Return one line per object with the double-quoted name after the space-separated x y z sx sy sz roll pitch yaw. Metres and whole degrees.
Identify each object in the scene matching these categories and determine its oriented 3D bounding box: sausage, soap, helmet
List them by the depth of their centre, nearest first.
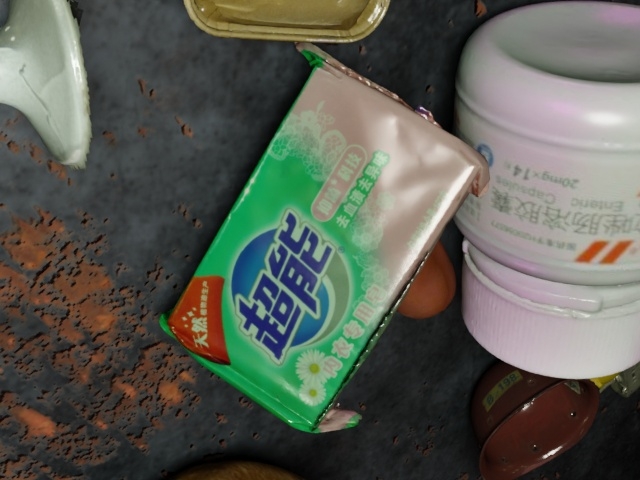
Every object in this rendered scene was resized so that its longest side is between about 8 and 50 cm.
0.001 0.000 0.755 0.273 0.218 0.098 -58 169 9 "soap"
0.081 0.010 0.886 0.077 0.077 0.194 -40 136 -9 "sausage"
0.241 0.205 1.106 0.155 0.106 0.175 25 106 -41 "helmet"

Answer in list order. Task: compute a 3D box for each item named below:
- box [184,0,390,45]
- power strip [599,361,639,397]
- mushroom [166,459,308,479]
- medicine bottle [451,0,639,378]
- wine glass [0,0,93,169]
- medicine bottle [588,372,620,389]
-0.023 -0.199 0.651 0.177 0.111 0.111 -6 121 -34 "box"
0.489 0.140 1.300 0.268 0.034 0.092 -37 134 -12 "power strip"
-0.120 0.370 0.885 0.345 0.239 0.345 -8 130 -9 "mushroom"
0.240 -0.046 0.848 0.241 0.241 0.301 -20 128 -26 "medicine bottle"
-0.294 -0.079 0.502 0.321 0.143 0.143 -14 125 -26 "wine glass"
0.368 0.158 1.202 0.260 0.064 0.095 -52 135 3 "medicine bottle"
